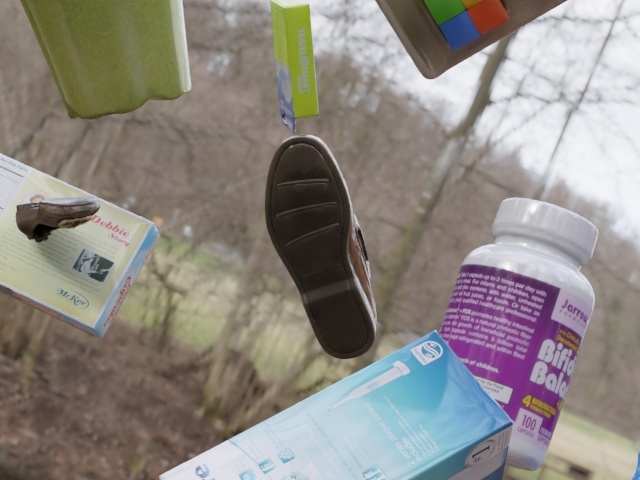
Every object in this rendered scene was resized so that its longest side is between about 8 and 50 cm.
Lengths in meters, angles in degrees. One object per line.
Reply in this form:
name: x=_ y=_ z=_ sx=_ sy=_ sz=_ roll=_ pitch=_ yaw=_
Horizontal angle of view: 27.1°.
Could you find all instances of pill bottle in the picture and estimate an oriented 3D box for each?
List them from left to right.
pill bottle: x=0.230 y=0.109 z=1.594 sx=0.169 sy=0.301 sz=0.169 roll=19 pitch=-10 yaw=4

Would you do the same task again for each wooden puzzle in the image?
wooden puzzle: x=0.226 y=-0.431 z=1.874 sx=0.322 sy=0.348 sz=0.080 roll=55 pitch=9 yaw=-25

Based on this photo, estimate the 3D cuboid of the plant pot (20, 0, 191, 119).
plant pot: x=-0.297 y=-0.311 z=1.866 sx=0.276 sy=0.253 sz=0.276 roll=-12 pitch=12 yaw=3

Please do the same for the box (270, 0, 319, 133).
box: x=-0.037 y=-0.250 z=1.874 sx=0.042 sy=0.178 sz=0.109 roll=-8 pitch=18 yaw=-11

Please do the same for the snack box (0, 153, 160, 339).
snack box: x=-0.427 y=-0.002 z=1.999 sx=0.322 sy=0.187 sz=0.060 roll=24 pitch=-18 yaw=11

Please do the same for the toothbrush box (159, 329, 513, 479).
toothbrush box: x=0.016 y=0.247 z=1.221 sx=0.126 sy=0.296 sz=0.216 roll=51 pitch=-25 yaw=34

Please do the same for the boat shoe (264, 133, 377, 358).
boat shoe: x=0.000 y=0.000 z=1.730 sx=0.111 sy=0.307 sz=0.104 roll=-8 pitch=20 yaw=9

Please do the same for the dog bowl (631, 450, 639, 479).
dog bowl: x=0.405 y=0.337 z=1.594 sx=0.297 sy=0.074 sz=0.166 roll=-18 pitch=27 yaw=-31

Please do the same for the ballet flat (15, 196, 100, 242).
ballet flat: x=-0.369 y=-0.029 z=1.851 sx=0.084 sy=0.058 sz=0.250 roll=-2 pitch=-1 yaw=-31
